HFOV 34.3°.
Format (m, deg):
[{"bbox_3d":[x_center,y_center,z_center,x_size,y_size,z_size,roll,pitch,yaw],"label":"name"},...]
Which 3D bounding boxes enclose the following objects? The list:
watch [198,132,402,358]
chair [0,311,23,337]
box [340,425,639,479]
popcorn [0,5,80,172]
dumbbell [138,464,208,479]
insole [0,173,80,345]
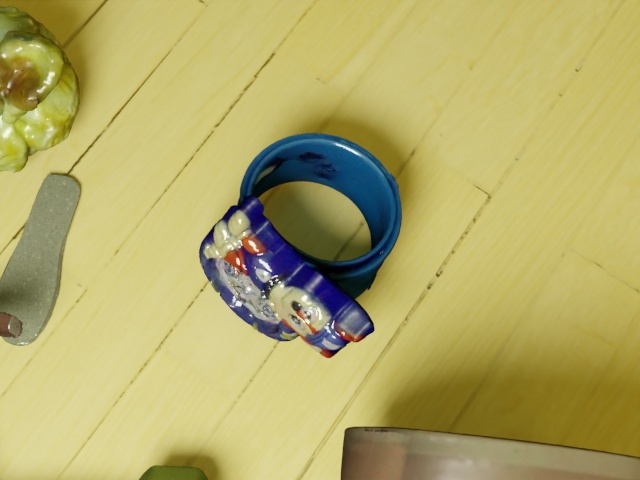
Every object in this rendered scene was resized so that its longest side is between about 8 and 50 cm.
[{"bbox_3d":[-0.007,-0.003,1.053,0.196,0.171,0.200,43,63,-1],"label":"watch"},{"bbox_3d":[-0.476,0.093,1.016,0.326,0.183,0.176,7,65,48],"label":"chair"},{"bbox_3d":[0.143,0.281,0.898,0.300,0.301,0.216,8,80,0],"label":"box"},{"bbox_3d":[-0.340,-0.166,1.069,0.197,0.212,0.198,1,89,-31],"label":"popcorn"},{"bbox_3d":[-0.250,0.268,0.969,0.301,0.121,0.108,3,44,-2],"label":"dumbbell"},{"bbox_3d":[-0.300,0.019,1.100,0.063,0.010,0.192,12,71,1],"label":"insole"}]
